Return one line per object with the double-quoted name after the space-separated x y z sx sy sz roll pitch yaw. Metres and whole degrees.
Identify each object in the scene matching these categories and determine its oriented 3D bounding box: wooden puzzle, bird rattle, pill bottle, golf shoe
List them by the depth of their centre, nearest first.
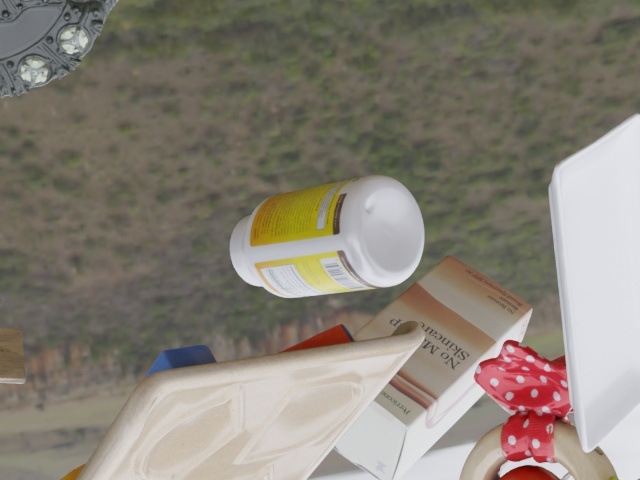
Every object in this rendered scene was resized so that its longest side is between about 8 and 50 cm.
-0.217 -0.220 1.043 0.273 0.105 0.120 -34 -151 2 "golf shoe"
-0.106 0.185 1.077 0.348 0.080 0.322 -9 144 -47 "wooden puzzle"
0.212 0.228 1.151 0.207 0.253 0.143 -47 162 19 "bird rattle"
0.000 0.000 1.324 0.117 0.117 0.215 -5 178 -44 "pill bottle"

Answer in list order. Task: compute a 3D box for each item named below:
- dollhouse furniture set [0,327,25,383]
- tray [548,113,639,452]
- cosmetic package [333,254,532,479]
-0.335 0.115 1.069 0.123 0.144 0.151 5 130 -21 "dollhouse furniture set"
0.246 0.036 1.073 0.030 0.270 0.145 9 -152 40 "tray"
0.131 0.164 1.615 0.296 0.153 0.129 -38 152 -40 "cosmetic package"
